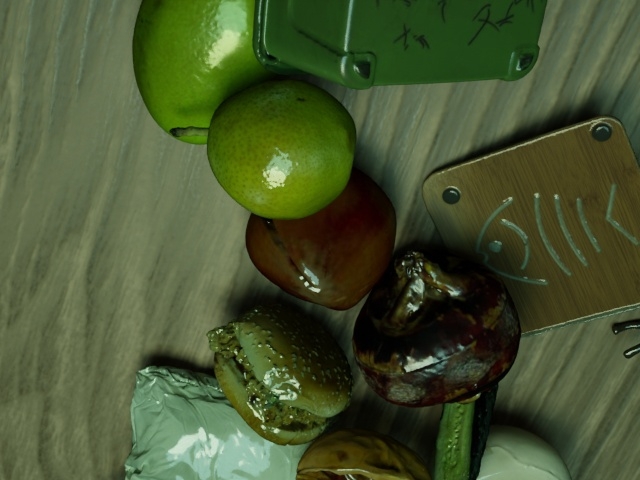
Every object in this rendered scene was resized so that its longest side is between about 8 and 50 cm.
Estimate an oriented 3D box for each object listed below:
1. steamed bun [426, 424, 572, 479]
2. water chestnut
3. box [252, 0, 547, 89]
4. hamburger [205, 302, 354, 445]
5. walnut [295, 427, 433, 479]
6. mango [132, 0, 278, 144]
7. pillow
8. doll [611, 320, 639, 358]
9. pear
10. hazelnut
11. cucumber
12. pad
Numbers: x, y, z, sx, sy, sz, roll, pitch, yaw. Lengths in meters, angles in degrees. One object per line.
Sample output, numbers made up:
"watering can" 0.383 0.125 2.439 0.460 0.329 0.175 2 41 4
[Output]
"steamed bun" 0.250 0.367 1.520 0.232 0.145 0.231 -5 119 -8
"water chestnut" 0.144 0.108 1.363 0.224 0.223 0.238 -25 128 10
"box" 0.104 -0.289 1.142 0.329 0.178 0.252 -9 120 -30
"hamburger" -0.039 0.173 1.406 0.215 0.189 0.122 12 128 -50
"walnut" 0.066 0.310 1.426 0.211 0.087 0.167 22 150 -21
"mango" -0.134 -0.247 1.240 0.185 0.149 0.273 33 114 -17
"pillow" -0.149 0.327 1.508 0.310 0.138 0.283 17 105 -9
"doll" 0.496 0.100 1.452 0.165 0.057 0.139 -7 113 1
"pear" -0.068 -0.112 1.181 0.216 0.180 0.166 16 102 -2
"hazelnut" 0.000 0.000 1.321 0.208 0.208 0.208 0 114 0
"cucumber" 0.213 0.245 1.435 0.062 0.211 0.078 27 151 -32
"pad" 0.310 -0.006 1.386 0.284 0.018 0.286 -18 112 24
